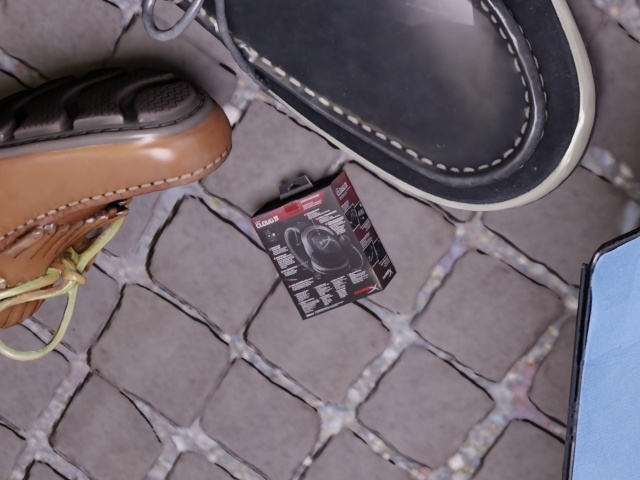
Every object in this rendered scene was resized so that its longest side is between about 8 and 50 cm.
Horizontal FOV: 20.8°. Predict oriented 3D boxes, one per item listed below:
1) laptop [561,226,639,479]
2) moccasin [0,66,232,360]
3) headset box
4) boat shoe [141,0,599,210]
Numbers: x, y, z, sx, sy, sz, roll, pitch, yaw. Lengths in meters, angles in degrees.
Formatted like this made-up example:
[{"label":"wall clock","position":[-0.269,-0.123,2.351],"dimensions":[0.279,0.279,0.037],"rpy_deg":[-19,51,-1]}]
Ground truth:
[{"label":"laptop","position":[0.345,0.129,0.847],"dimensions":[0.408,0.236,0.382],"rpy_deg":[15,133,19]},{"label":"moccasin","position":[-0.209,-0.003,1.110],"dimensions":[0.380,0.139,0.147],"rpy_deg":[-21,104,27]},{"label":"headset box","position":[0.000,0.000,1.094],"dimensions":[0.062,0.032,0.083],"rpy_deg":[-23,101,26]},{"label":"boat shoe","position":[-0.048,-0.199,0.962],"dimensions":[0.187,0.156,0.500],"rpy_deg":[-40,95,27]}]
